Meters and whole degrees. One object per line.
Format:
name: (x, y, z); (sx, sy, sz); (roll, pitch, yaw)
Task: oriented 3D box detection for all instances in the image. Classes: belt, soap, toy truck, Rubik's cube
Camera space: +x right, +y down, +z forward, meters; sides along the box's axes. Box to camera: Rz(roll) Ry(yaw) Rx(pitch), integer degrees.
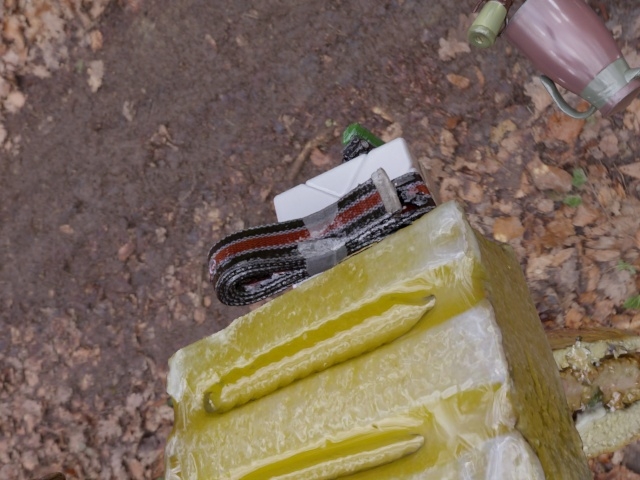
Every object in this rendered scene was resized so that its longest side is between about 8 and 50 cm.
belt: (0.000, 0.000, 0.928); (0.359, 0.126, 0.094); (-21, 57, 2)
soap: (0.011, 0.131, 0.435); (0.315, 0.091, 0.199); (-31, 54, 32)
toy truck: (0.168, -0.253, 1.841); (0.242, 0.125, 0.101); (34, 136, -12)
Rubik's cube: (0.128, 0.029, 1.314); (0.322, 0.316, 0.318); (-23, 60, 15)

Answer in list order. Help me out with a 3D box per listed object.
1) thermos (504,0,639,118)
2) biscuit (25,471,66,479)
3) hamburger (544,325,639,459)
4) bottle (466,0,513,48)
thermos: (0.494, -0.351, 1.178); (0.265, 0.146, 0.176); (53, 152, 12)
biscuit: (-0.326, 0.370, 0.720); (0.034, 0.215, 0.182); (-20, 100, 7)
hamburger: (0.274, 0.188, 0.764); (0.282, 0.245, 0.155); (-6, 89, 21)
bottle: (0.275, -0.358, 0.971); (0.047, 0.063, 0.101); (19, 75, 38)
